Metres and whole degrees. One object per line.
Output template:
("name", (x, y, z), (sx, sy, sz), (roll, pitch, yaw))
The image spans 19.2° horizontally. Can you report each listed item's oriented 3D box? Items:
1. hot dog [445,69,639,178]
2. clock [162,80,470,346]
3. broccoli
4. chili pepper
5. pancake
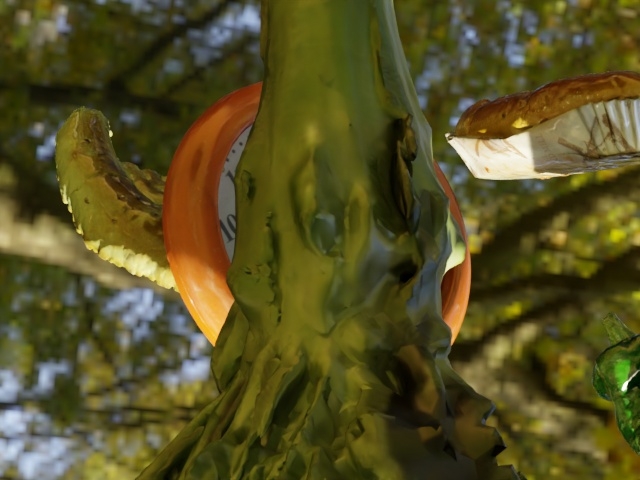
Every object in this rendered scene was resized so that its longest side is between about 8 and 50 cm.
("hot dog", (0.204, -0.091, 1.515), (0.268, 0.144, 0.075), (-3, -92, 57))
("clock", (0.000, 0.000, 1.121), (0.051, 0.205, 0.205), (-33, -127, 51))
("broccoli", (-0.003, 0.007, 0.689), (0.165, 0.145, 0.304), (125, -29, -66))
("chili pepper", (0.335, 0.177, 1.721), (0.099, 0.136, 0.270), (-51, -119, 32))
("pancake", (-0.093, -0.027, 1.625), (0.376, 0.197, 0.054), (27, -54, 26))
